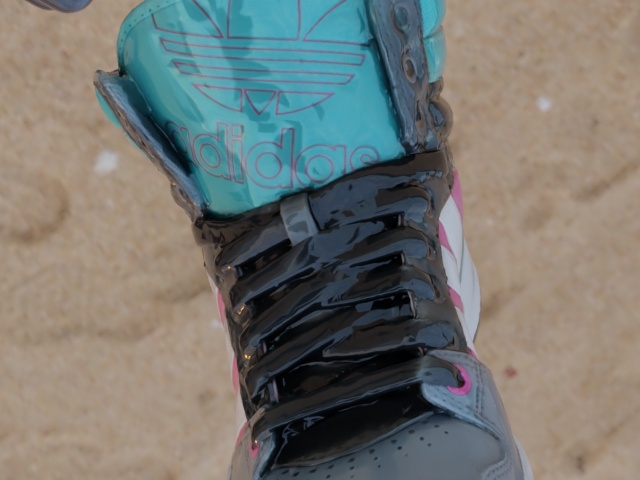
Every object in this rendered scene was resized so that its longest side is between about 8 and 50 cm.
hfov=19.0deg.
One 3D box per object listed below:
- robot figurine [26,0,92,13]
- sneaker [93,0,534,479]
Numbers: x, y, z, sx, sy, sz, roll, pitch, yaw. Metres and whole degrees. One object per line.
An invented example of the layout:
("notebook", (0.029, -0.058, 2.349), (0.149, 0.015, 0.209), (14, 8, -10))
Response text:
("robot figurine", (-0.234, -0.239, 1.076), (0.278, 0.173, 0.209), (30, 139, -19))
("sneaker", (0.000, 0.000, 0.617), (0.124, 0.295, 0.178), (-18, 116, 7))
